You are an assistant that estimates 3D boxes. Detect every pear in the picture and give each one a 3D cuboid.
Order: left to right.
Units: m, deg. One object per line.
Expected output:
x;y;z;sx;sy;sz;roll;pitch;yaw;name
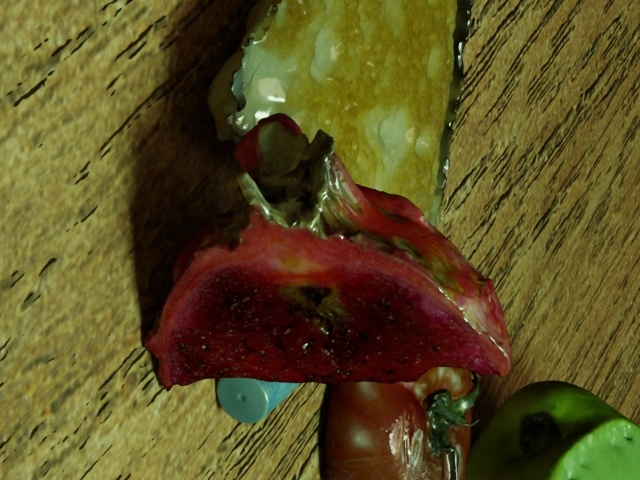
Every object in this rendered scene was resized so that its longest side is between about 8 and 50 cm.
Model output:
0.245;0.307;1.852;0.342;0.238;0.318;-13;100;-45;pear

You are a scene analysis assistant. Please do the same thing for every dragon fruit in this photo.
0.000;0.000;1.214;0.211;0.262;0.134;71;23;-48;dragon fruit

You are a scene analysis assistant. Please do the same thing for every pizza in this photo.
0.047;-0.161;1.420;0.435;0.080;0.392;-62;149;-29;pizza

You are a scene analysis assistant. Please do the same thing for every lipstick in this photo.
-0.024;0.092;1.406;0.158;0.048;0.048;-39;134;-53;lipstick

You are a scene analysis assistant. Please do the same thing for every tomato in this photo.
0.086;0.172;1.609;0.228;0.101;0.228;-26;121;-56;tomato
